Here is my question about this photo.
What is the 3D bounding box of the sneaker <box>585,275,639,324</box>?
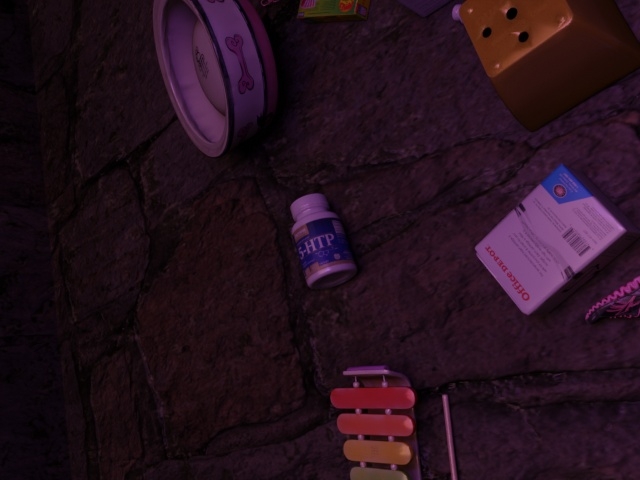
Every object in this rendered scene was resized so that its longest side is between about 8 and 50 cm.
[{"bbox_3d":[0.463,0.102,0.943,0.119,0.047,0.057,-44,71,33],"label":"sneaker"}]

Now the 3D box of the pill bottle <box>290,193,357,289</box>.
[{"bbox_3d":[0.000,0.000,1.326,0.112,0.112,0.186,-34,64,35],"label":"pill bottle"}]

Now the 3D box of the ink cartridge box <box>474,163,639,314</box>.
[{"bbox_3d":[0.376,0.003,0.998,0.203,0.086,0.148,-50,56,29],"label":"ink cartridge box"}]

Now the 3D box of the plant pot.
[{"bbox_3d":[0.346,-0.330,0.987,0.212,0.187,0.212,-33,66,36],"label":"plant pot"}]

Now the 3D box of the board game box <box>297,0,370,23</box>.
[{"bbox_3d":[0.032,-0.544,1.391,0.181,0.043,0.092,15,97,43],"label":"board game box"}]

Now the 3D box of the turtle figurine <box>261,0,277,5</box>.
[{"bbox_3d":[-0.135,-0.674,1.381,0.275,0.266,0.197,41,131,12],"label":"turtle figurine"}]

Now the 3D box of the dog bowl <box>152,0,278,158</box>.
[{"bbox_3d":[-0.246,-0.410,1.465,0.408,0.150,0.407,44,147,40],"label":"dog bowl"}]

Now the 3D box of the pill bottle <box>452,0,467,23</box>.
[{"bbox_3d":[0.287,-0.420,1.145,0.083,0.043,0.043,21,100,42],"label":"pill bottle"}]

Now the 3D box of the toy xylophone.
[{"bbox_3d":[0.142,0.392,1.182,0.236,0.081,0.322,-22,72,39],"label":"toy xylophone"}]

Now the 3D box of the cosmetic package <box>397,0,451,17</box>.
[{"bbox_3d":[0.189,-0.544,1.151,0.151,0.184,0.151,-23,70,39],"label":"cosmetic package"}]
